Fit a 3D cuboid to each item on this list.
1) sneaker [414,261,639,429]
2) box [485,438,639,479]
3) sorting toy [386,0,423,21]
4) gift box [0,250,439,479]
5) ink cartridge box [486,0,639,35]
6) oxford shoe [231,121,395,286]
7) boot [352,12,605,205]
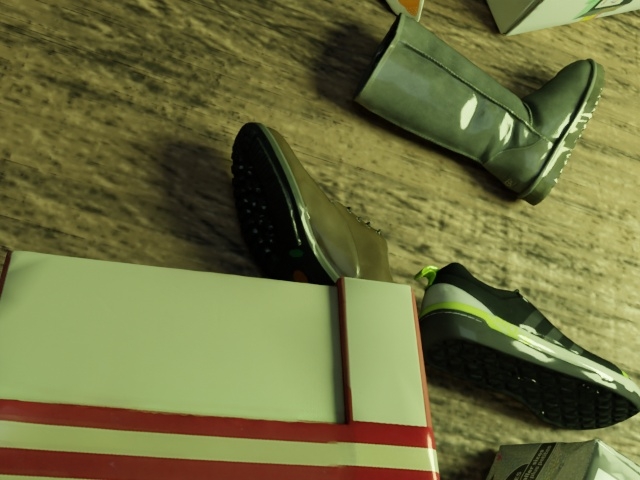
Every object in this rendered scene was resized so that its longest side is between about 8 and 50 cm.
[{"bbox_3d":[0.185,0.084,0.628,0.235,0.084,0.097,28,48,-19],"label":"sneaker"},{"bbox_3d":[0.178,0.295,0.534,0.163,0.142,0.247,34,66,-5],"label":"box"},{"bbox_3d":[0.076,-0.273,0.729,0.075,0.045,0.083,17,68,8],"label":"sorting toy"},{"bbox_3d":[-0.065,0.167,0.439,0.258,0.276,0.255,7,59,-13],"label":"gift box"},{"bbox_3d":[0.291,-0.353,0.776,0.278,0.117,0.201,-17,80,-22],"label":"ink cartridge box"},{"bbox_3d":[0.000,0.000,0.606,0.096,0.083,0.227,-25,85,-40],"label":"oxford shoe"},{"bbox_3d":[0.157,-0.152,0.705,0.209,0.076,0.189,31,65,0],"label":"boot"}]
